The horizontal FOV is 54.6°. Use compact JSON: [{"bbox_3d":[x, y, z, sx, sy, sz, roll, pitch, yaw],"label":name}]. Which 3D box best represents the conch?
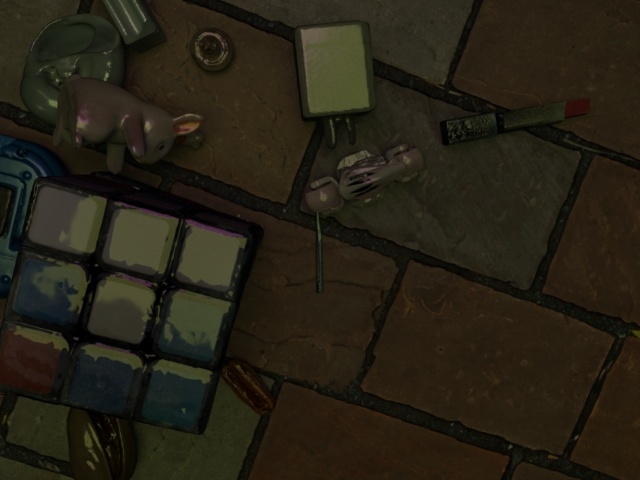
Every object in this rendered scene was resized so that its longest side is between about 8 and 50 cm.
[{"bbox_3d":[-0.456,-0.314,1.151,0.221,0.121,0.185,-44,103,-3],"label":"conch"}]

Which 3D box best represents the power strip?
[{"bbox_3d":[0.027,-0.288,1.179,0.139,0.140,0.224,-7,99,-4],"label":"power strip"}]

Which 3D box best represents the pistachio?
[{"bbox_3d":[-0.444,0.410,1.251,0.129,0.131,0.206,-14,94,-47],"label":"pistachio"}]

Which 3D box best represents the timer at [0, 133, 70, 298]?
[{"bbox_3d":[-0.662,-0.057,1.176,0.340,0.115,0.309,14,93,-5],"label":"timer"}]

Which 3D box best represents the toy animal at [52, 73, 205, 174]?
[{"bbox_3d":[-0.327,-0.189,1.109,0.282,0.140,0.138,18,79,-36],"label":"toy animal"}]

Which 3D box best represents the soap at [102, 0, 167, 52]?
[{"bbox_3d":[-0.368,-0.456,1.141,0.066,0.119,0.198,-28,98,2],"label":"soap"}]

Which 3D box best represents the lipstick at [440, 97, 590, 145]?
[{"bbox_3d":[0.402,-0.244,1.253,0.312,0.051,0.051,-10,96,-3],"label":"lipstick"}]

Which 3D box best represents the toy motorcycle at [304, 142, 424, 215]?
[{"bbox_3d":[0.090,-0.120,1.215,0.254,0.112,0.112,-24,98,-6],"label":"toy motorcycle"}]

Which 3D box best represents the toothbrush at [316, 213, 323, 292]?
[{"bbox_3d":[0.000,0.000,1.275,0.019,0.016,0.219,-1,96,-12],"label":"toothbrush"}]

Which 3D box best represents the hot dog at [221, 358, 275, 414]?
[{"bbox_3d":[-0.147,0.305,1.292,0.062,0.038,0.144,-42,100,-1],"label":"hot dog"}]

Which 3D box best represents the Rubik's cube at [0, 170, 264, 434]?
[{"bbox_3d":[-0.310,0.089,1.095,0.362,0.359,0.363,19,96,-4],"label":"Rubik's cube"}]

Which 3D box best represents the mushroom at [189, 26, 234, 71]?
[{"bbox_3d":[-0.208,-0.367,1.182,0.085,0.079,0.085,0,94,-5],"label":"mushroom"}]
